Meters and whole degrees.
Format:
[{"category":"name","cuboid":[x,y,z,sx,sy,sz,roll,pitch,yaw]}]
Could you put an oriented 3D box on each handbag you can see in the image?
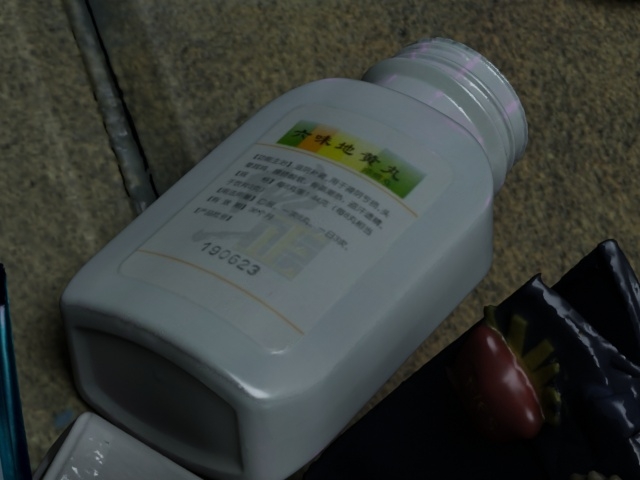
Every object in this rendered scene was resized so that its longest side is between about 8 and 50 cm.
[{"category":"handbag","cuboid":[0.149,0.192,1.105,0.122,0.329,0.303,-25,77,-29]}]

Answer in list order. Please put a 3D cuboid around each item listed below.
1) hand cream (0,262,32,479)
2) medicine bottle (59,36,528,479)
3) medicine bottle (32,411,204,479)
[{"category":"hand cream","cuboid":[-0.212,0.115,1.079,0.120,0.061,0.270,-15,48,-6]},{"category":"medicine bottle","cuboid":[0.000,0.000,1.242,0.179,0.124,0.324,23,50,28]},{"category":"medicine bottle","cuboid":[-0.091,0.202,1.127,0.188,0.088,0.132,33,58,-7]}]
